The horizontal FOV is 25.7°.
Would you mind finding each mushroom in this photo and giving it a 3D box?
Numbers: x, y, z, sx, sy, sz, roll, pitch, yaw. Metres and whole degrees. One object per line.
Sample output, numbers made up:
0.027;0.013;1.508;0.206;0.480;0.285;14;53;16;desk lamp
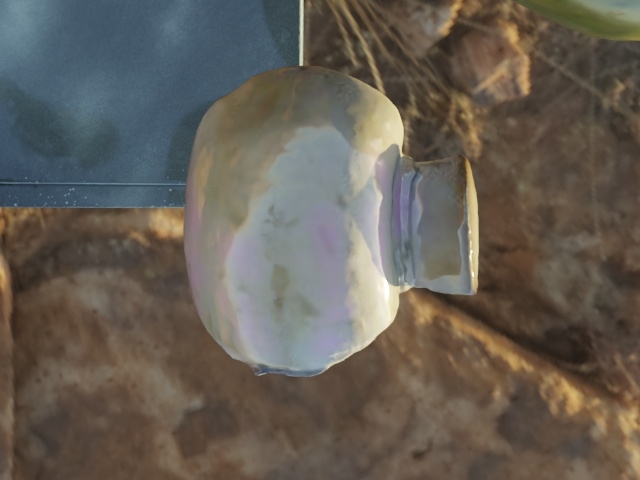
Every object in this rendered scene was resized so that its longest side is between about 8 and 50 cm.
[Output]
-0.008;-0.014;1.027;0.236;0.162;0.173;-2;130;13;mushroom

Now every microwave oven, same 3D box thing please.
-0.244;-0.201;1.580;0.432;0.236;0.374;1;95;-8;microwave oven

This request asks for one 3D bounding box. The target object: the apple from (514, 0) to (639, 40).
0.228;-0.322;0.998;0.357;0.357;0.357;-12;131;-14;apple
